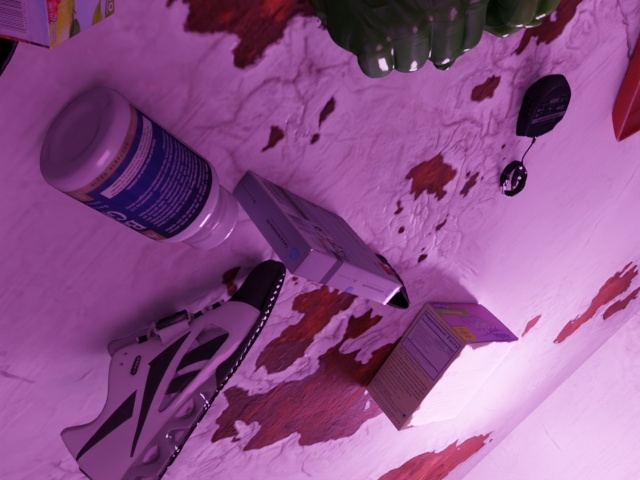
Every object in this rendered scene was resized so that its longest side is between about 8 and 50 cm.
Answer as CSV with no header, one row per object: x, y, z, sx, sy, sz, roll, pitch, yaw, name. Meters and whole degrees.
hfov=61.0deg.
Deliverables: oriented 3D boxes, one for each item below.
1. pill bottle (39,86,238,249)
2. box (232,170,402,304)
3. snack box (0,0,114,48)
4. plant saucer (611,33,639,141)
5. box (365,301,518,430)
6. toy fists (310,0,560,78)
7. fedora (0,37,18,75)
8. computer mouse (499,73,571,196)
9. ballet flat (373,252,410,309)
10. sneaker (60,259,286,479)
-0.153,-0.053,0.497,0.094,0.094,0.169,-46,142,5,pill bottle
0.000,0.000,0.641,0.038,0.145,0.186,-51,142,15,box
-0.166,-0.206,0.338,0.037,0.100,0.141,12,126,-3,snack box
0.620,-0.330,0.941,0.259,0.047,0.258,-28,140,-19,plant saucer
0.252,0.256,1.129,0.214,0.117,0.242,7,122,-44,box
0.134,-0.243,0.524,0.279,0.142,0.096,-28,140,-17,toy fists
-0.288,-0.153,0.238,0.334,0.152,0.333,-23,138,-22,fedora
0.329,-0.162,0.865,0.071,0.041,0.242,-16,143,-17,computer mouse
0.102,0.064,0.868,0.057,0.049,0.173,-47,142,5,ballet flat
-0.169,0.132,0.648,0.330,0.146,0.122,-54,176,-23,sneaker
